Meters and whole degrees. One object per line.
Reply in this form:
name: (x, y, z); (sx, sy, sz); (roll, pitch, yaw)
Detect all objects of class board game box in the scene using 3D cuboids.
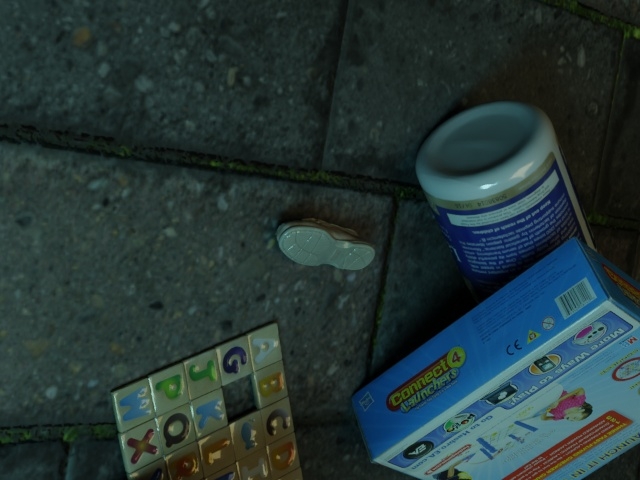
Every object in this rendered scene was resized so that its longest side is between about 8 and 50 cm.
board game box: (0.245, 0.164, 1.333); (0.308, 0.086, 0.302); (-38, 139, 21)

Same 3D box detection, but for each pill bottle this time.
pill bottle: (0.217, -0.010, 1.343); (0.153, 0.153, 0.265); (-47, 128, -26)

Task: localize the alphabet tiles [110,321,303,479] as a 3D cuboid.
alphabet tiles: (-0.098, 0.220, 1.175); (0.198, 0.009, 0.237); (-21, 109, -40)

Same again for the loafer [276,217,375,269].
loafer: (0.000, 0.000, 1.220); (0.125, 0.039, 0.045); (15, 122, -42)
